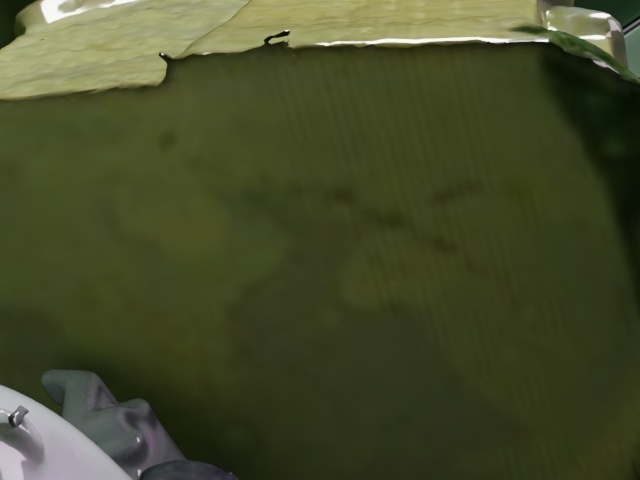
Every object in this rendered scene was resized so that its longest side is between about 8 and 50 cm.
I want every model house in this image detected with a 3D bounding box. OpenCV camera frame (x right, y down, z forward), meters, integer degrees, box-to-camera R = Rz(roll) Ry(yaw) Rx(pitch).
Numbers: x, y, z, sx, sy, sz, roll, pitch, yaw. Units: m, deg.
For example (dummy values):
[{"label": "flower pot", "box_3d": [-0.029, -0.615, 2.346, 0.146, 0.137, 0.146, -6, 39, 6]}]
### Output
[{"label": "model house", "box_3d": [0.000, 0.000, 0.684, 0.266, 0.321, 0.261, -75, 158, -65]}]

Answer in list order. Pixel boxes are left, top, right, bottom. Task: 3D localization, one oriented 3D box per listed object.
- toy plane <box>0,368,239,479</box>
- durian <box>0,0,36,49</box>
[{"label": "toy plane", "box_3d": [-0.091, 0.127, 0.472, 0.252, 0.118, 0.252, 50, 25, -34]}, {"label": "durian", "box_3d": [-0.178, -0.066, 0.724, 0.198, 0.163, 0.394, 62, 1, 36]}]
